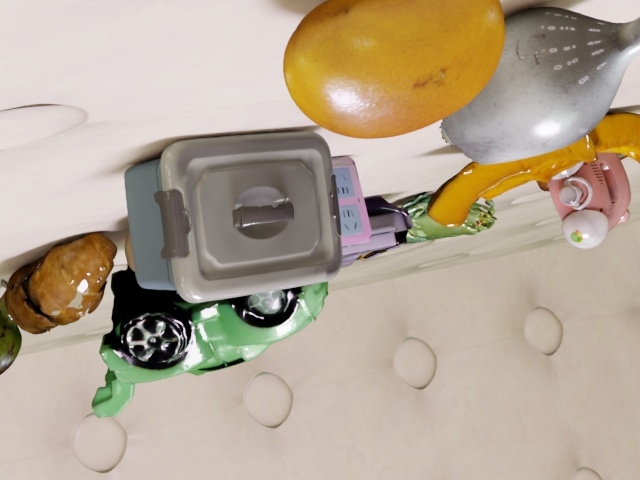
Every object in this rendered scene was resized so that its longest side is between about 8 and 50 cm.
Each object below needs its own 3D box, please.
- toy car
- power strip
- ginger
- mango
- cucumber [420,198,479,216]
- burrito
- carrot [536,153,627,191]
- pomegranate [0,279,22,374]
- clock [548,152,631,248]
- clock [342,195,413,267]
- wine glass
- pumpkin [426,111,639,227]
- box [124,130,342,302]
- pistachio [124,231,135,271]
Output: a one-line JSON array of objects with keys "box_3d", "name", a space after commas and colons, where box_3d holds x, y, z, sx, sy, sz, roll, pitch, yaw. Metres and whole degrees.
[{"box_3d": [-0.158, 0.094, 1.958, 0.358, 0.176, 0.213, -15, -149, 5], "name": "toy car"}, {"box_3d": [-0.049, -0.035, 1.697, 0.279, 0.109, 0.037, -8, 174, -43], "name": "power strip"}, {"box_3d": [-0.363, 0.069, 1.973, 0.133, 0.107, 0.309, -37, -176, -26], "name": "ginger"}, {"box_3d": [0.054, -0.134, 1.060, 0.141, 0.102, 0.217, -27, 170, 38], "name": "mango"}, {"box_3d": [0.204, -0.060, 2.403, 0.155, 0.037, 0.037, -15, 175, 30], "name": "cucumber"}, {"box_3d": [0.145, -0.031, 2.373, 0.288, 0.054, 0.104, -8, 148, 27], "name": "burrito"}, {"box_3d": [0.413, -0.124, 2.270, 0.161, 0.055, 0.055, -24, 171, 18], "name": "carrot"}, {"box_3d": [-0.491, 0.137, 2.137, 0.169, 0.148, 0.148, -23, 172, 16], "name": "pomegranate"}, {"box_3d": [0.391, -0.077, 2.128, 0.092, 0.166, 0.162, -18, 180, 28], "name": "clock"}, {"box_3d": [0.000, 0.000, 2.260, 0.253, 0.083, 0.186, -11, 173, -28], "name": "clock"}, {"box_3d": [0.215, -0.148, 1.216, 0.241, 0.126, 0.126, -23, 170, 40], "name": "wine glass"}, {"box_3d": [0.303, -0.106, 1.952, 0.258, 0.095, 0.290, -23, 174, 30], "name": "pumpkin"}, {"box_3d": [-0.089, -0.025, 1.498, 0.227, 0.162, 0.130, -8, -178, -42], "name": "box"}, {"box_3d": [-0.192, 0.007, 1.831, 0.113, 0.113, 0.149, -11, -171, -30], "name": "pistachio"}]
